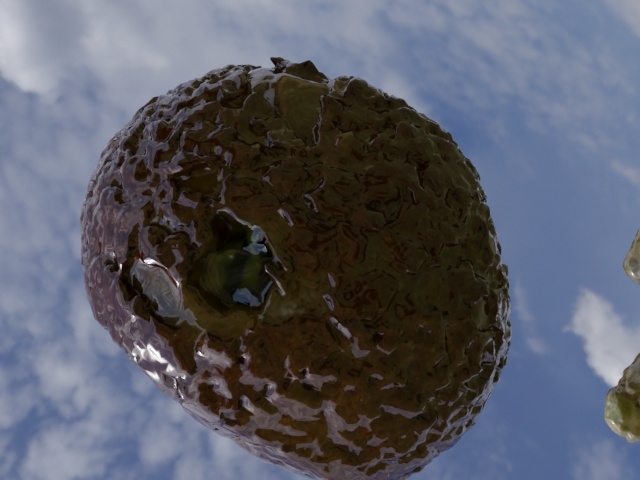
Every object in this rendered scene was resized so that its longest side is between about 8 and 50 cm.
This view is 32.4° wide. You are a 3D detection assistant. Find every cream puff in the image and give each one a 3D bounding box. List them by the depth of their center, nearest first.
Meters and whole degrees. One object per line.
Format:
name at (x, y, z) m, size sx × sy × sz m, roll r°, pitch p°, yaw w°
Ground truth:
cream puff at (0.000, 0.000, 0.695) m, size 0.303 × 0.212 × 0.303 m, roll 33°, pitch -166°, yaw -9°

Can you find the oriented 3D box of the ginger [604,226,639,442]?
ginger at (0.141, 0.008, 0.335) m, size 0.081 × 0.115 × 0.205 m, roll -44°, pitch -62°, yaw -63°
